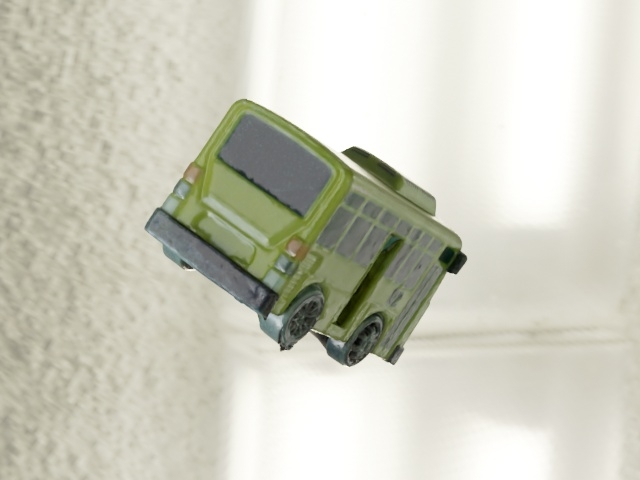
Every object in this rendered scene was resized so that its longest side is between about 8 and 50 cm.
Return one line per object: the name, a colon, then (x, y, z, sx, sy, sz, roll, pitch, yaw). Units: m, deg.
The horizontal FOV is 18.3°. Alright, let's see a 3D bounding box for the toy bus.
toy bus: (0.000, 0.000, 0.997, 0.101, 0.088, 0.175, -57, -26, 3)
